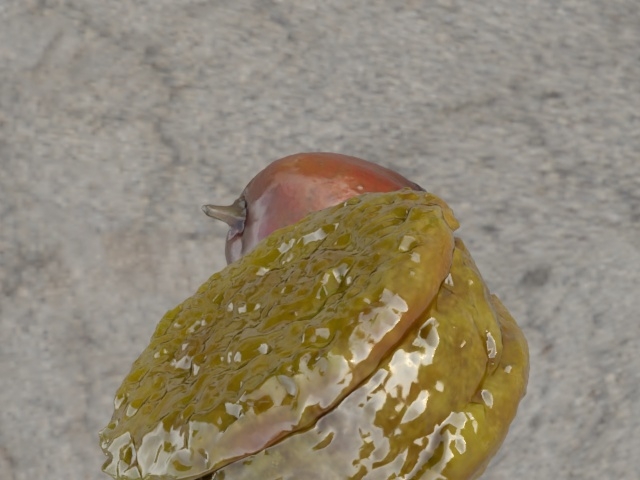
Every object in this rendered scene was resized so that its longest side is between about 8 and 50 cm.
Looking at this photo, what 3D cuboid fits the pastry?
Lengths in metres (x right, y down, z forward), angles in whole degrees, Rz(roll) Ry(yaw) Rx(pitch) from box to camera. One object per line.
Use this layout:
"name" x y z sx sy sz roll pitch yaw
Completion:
"pastry" 0.000 0.064 0.608 0.188 0.189 0.103 -26 111 30

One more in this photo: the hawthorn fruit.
"hawthorn fruit" 0.000 0.000 1.412 0.249 0.215 0.215 23 106 -8
